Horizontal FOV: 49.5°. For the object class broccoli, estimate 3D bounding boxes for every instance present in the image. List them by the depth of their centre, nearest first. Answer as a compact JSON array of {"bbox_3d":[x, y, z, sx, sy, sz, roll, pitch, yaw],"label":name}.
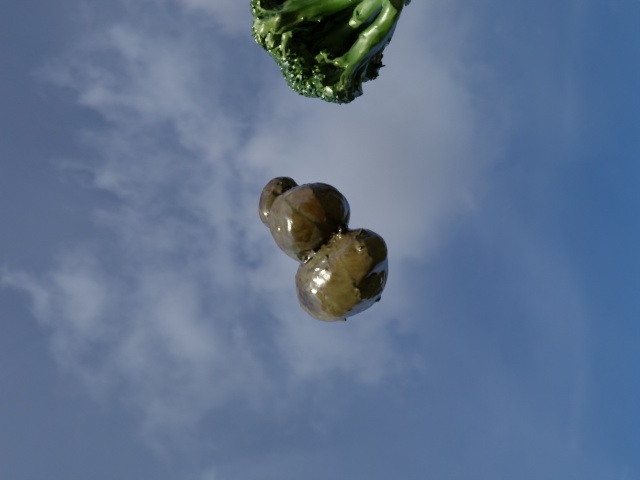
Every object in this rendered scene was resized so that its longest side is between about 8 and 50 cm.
[{"bbox_3d":[0.023,-0.358,1.082,0.265,0.245,0.294,-2,-104,-40],"label":"broccoli"}]

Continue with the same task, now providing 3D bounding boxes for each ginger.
[{"bbox_3d":[0.000,0.000,1.275,0.155,0.244,0.304,-26,-97,-28],"label":"ginger"}]
